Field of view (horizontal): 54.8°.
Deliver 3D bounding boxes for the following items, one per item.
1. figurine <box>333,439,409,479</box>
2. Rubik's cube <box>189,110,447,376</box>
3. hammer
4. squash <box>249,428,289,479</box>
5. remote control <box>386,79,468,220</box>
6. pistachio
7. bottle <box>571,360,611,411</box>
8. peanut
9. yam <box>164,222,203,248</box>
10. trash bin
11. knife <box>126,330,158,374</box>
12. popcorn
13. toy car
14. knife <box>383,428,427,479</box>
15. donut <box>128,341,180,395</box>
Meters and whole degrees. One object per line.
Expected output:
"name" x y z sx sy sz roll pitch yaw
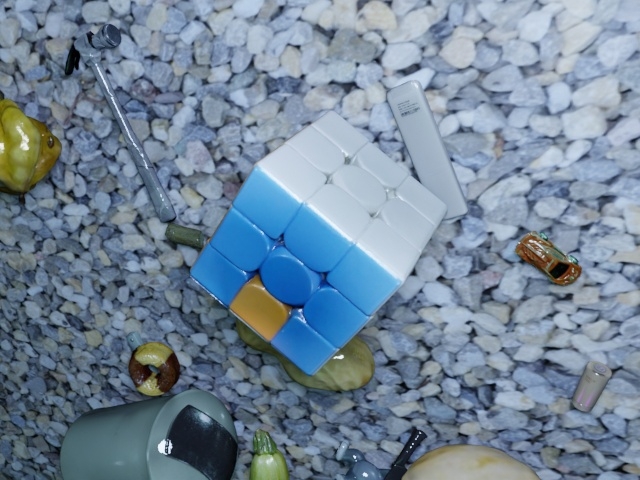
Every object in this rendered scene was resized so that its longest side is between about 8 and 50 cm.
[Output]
"figurine" 0.119 0.587 1.398 0.265 0.193 0.140 32 151 29
"Rubik's cube" 0.000 0.000 1.090 0.290 0.291 0.292 39 128 2
"hammer" -0.407 -0.234 1.320 0.152 0.044 0.427 -16 106 29
"squash" -0.125 0.605 1.527 0.137 0.137 0.288 10 114 19
"remote control" 0.193 -0.158 1.107 0.067 0.029 0.261 -16 107 30
"pistachio" 0.317 0.537 1.246 0.308 0.230 0.230 2 113 13
"bottle" 0.505 0.275 1.154 0.045 0.045 0.096 19 120 14
"peanut" -0.038 0.229 1.313 0.318 0.147 0.148 23 120 9
"yam" -0.299 -0.010 1.373 0.094 0.043 0.043 12 117 16
"trash bin" -0.411 0.522 1.522 0.432 0.280 0.280 -15 106 33
"knife" -0.457 0.308 1.593 0.044 0.023 0.162 -15 106 25
"popcorn" -0.742 -0.216 1.370 0.315 0.281 0.297 8 158 -10
"toy car" 0.405 0.035 1.095 0.122 0.035 0.059 39 118 5
"knife" 0.167 0.518 1.338 0.060 0.028 0.230 36 82 7
"donut" -0.422 0.328 1.553 0.140 0.059 0.140 1 109 2
